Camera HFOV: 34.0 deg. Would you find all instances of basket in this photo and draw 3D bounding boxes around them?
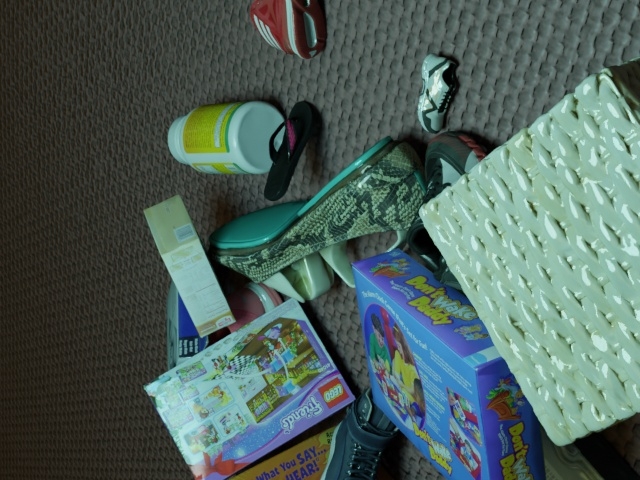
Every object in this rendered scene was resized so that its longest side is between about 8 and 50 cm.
[{"bbox_3d":[0.342,0.005,1.111,0.328,0.266,0.331,-40,76,48],"label":"basket"}]

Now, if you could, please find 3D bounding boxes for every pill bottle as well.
[{"bbox_3d":[-0.159,-0.168,1.732,0.208,0.117,0.118,4,108,48],"label":"pill bottle"}]

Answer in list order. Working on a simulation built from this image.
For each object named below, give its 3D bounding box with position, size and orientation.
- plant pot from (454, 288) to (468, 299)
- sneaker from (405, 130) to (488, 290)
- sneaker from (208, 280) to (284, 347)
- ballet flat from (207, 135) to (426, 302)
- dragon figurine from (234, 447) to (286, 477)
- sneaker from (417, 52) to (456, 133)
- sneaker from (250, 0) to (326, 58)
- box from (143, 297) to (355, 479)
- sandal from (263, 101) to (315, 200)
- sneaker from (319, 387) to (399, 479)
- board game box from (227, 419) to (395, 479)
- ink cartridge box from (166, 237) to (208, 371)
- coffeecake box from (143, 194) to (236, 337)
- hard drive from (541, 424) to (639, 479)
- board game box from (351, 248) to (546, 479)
[{"bbox_3d":[0.243,0.076,1.386,0.096,0.109,0.109,-15,93,38],"label":"plant pot"},{"bbox_3d":[0.166,-0.042,1.338,0.098,0.135,0.276,107,157,-45],"label":"sneaker"},{"bbox_3d":[-0.153,0.219,1.871,0.116,0.136,0.314,29,126,40],"label":"sneaker"},{"bbox_3d":[0.000,0.000,1.604,0.482,0.164,0.182,-24,102,49],"label":"ballet flat"},{"bbox_3d":[-0.142,0.417,1.890,0.144,0.289,0.085,-35,86,15],"label":"dragon figurine"},{"bbox_3d":[0.159,-0.195,1.413,0.043,0.040,0.109,21,121,41],"label":"sneaker"},{"bbox_3d":[-0.065,-0.384,1.559,0.128,0.087,0.221,17,117,43],"label":"sneaker"},{"bbox_3d":[-0.116,0.253,1.734,0.201,0.293,0.057,59,175,11],"label":"box"},{"bbox_3d":[-0.054,-0.145,1.602,0.067,0.040,0.179,-18,47,50],"label":"sandal"},{"bbox_3d":[0.069,0.336,1.629,0.163,0.086,0.226,-55,20,41],"label":"sneaker"},{"bbox_3d":[-0.035,0.589,1.713,0.356,0.356,0.356,48,136,25],"label":"board game box"},{"bbox_3d":[-0.247,0.143,1.912,0.224,0.045,0.223,114,155,-52],"label":"ink cartridge box"},{"bbox_3d":[-0.215,0.042,1.723,0.142,0.068,0.185,-122,10,-51],"label":"coffeecake box"},{"bbox_3d":[0.300,0.325,1.451,0.339,0.064,0.237,50,137,22],"label":"hard drive"},{"bbox_3d":[0.160,0.180,1.365,0.347,0.078,0.233,-139,35,-60],"label":"board game box"}]
